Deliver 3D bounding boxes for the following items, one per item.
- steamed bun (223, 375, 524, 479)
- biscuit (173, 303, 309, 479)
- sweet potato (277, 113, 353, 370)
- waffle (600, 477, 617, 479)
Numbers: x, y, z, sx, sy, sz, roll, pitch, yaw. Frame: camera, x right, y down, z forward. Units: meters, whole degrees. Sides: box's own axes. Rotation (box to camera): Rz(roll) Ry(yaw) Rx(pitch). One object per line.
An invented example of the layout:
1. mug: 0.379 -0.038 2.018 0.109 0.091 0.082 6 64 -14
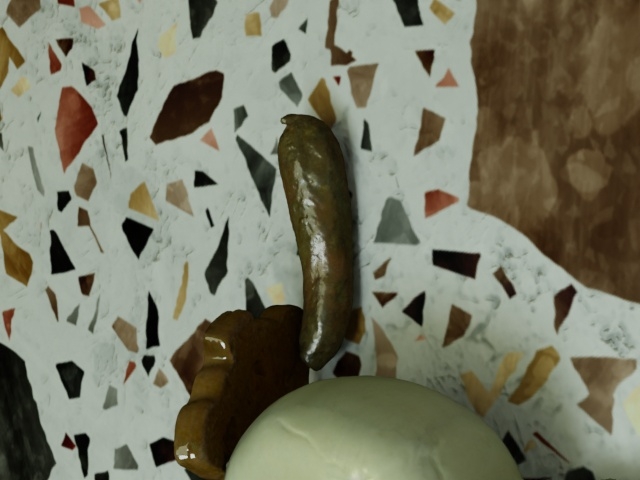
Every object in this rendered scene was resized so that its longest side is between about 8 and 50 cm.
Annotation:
1. steamed bun: 0.078 0.297 1.708 0.312 0.233 0.333 17 112 40
2. biscuit: -0.060 0.217 1.843 0.043 0.278 0.301 -7 109 28
3. sweet potato: 0.000 0.000 1.885 0.075 0.075 0.273 -6 90 44
4. waffle: 0.310 0.350 1.552 0.317 0.073 0.297 5 105 48
